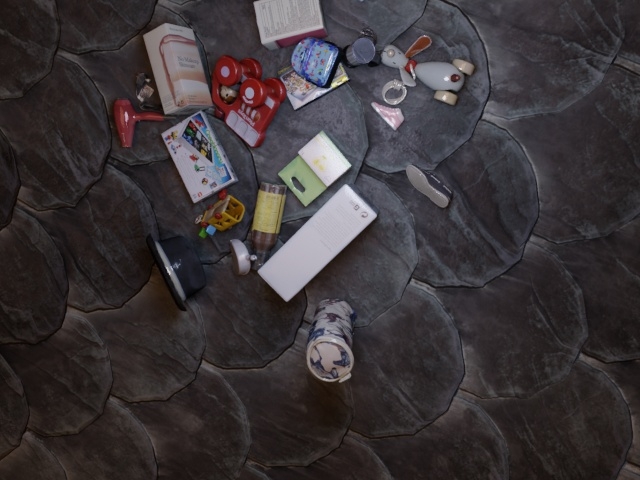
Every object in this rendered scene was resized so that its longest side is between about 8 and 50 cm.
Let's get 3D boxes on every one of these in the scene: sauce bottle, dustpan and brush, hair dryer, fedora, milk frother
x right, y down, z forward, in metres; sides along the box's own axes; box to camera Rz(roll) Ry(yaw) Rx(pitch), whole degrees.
[{"bbox_3d":[-0.210,-0.055,1.925,0.111,0.111,0.344,14,100,7],"label":"sauce bottle"},{"bbox_3d":[-0.294,0.067,1.930,0.060,0.211,0.147,-14,96,-18],"label":"dustpan and brush"},{"bbox_3d":[-0.708,-0.491,1.958,0.223,0.080,0.293,40,102,1],"label":"hair dryer"},{"bbox_3d":[-0.550,0.104,1.955,0.152,0.334,0.334,-26,94,-19],"label":"fedora"},{"bbox_3d":[0.153,-0.691,1.766,0.129,0.135,0.143,0,101,-16],"label":"milk frother"}]

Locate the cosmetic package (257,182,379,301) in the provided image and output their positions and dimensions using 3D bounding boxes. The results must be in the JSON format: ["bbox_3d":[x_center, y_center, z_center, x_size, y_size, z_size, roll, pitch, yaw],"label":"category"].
[{"bbox_3d":[0.000,0.000,1.842,0.161,0.230,0.453,46,101,1],"label":"cosmetic package"}]

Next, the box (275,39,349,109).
[{"bbox_3d":[-0.028,-0.611,1.853,0.233,0.044,0.159,-26,93,11],"label":"box"}]

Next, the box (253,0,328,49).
[{"bbox_3d":[-0.104,-0.796,1.797,0.232,0.127,0.148,-10,97,10],"label":"box"}]

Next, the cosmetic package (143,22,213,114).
[{"bbox_3d":[-0.528,-0.631,1.860,0.129,0.153,0.296,-11,98,31],"label":"cosmetic package"}]

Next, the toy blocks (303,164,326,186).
[{"bbox_3d":[-0.008,-0.288,1.891,0.148,0.054,0.123,35,102,3],"label":"toy blocks"}]

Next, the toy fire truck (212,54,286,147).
[{"bbox_3d":[-0.293,-0.526,1.851,0.302,0.169,0.254,42,121,10],"label":"toy fire truck"}]

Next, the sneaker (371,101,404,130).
[{"bbox_3d":[0.251,-0.473,1.827,0.134,0.051,0.070,45,100,-3],"label":"sneaker"}]

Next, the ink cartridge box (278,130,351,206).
[{"bbox_3d":[-0.024,-0.263,1.842,0.235,0.056,0.171,-40,89,9],"label":"ink cartridge box"}]

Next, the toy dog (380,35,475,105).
[{"bbox_3d":[0.370,-0.590,1.735,0.334,0.161,0.220,4,98,8],"label":"toy dog"}]

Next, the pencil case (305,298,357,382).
[{"bbox_3d":[0.048,0.351,1.792,0.183,0.410,0.160,40,104,-5],"label":"pencil case"}]

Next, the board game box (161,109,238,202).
[{"bbox_3d":[-0.471,-0.324,1.942,0.193,0.053,0.305,-26,86,12],"label":"board game box"}]

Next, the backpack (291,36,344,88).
[{"bbox_3d":[-0.026,-0.640,1.762,0.173,0.117,0.158,29,109,11],"label":"backpack"}]

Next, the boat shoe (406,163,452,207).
[{"bbox_3d":[0.405,-0.212,1.845,0.206,0.075,0.065,45,59,6],"label":"boat shoe"}]

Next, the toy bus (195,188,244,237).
[{"bbox_3d":[-0.385,-0.089,1.948,0.104,0.202,0.191,36,95,-28],"label":"toy bus"}]
